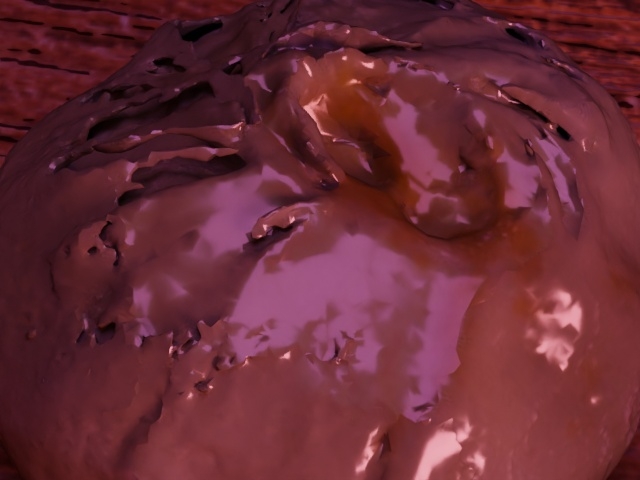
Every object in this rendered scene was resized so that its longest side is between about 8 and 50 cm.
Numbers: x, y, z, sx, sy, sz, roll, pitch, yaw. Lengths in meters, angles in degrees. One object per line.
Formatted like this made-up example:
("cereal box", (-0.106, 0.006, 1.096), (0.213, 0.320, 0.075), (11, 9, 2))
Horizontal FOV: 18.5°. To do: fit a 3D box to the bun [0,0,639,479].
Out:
("bun", (0.000, 0.000, 0.750), (0.287, 0.146, 0.287), (0, 51, 0))
